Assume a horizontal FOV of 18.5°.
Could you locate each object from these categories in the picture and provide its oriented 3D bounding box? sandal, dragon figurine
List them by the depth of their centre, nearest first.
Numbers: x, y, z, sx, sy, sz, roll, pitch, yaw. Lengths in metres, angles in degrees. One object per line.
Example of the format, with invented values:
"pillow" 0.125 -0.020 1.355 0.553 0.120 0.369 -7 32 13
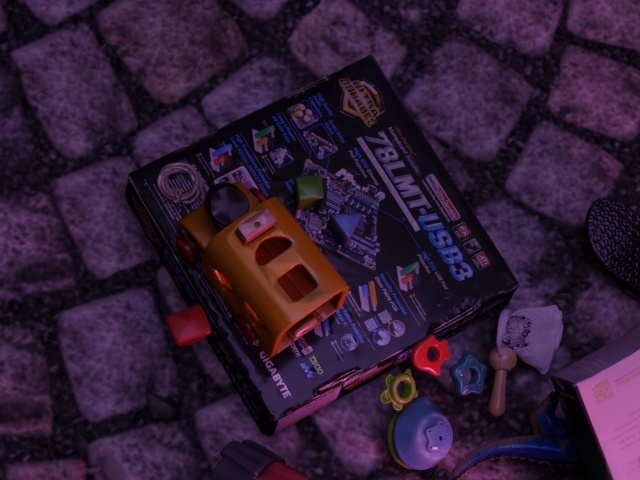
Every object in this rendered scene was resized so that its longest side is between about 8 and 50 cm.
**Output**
"dragon figurine" 0.277 0.208 1.944 0.289 0.085 0.144 -26 76 -18
"sandal" 0.334 0.032 2.046 0.067 0.040 0.179 -44 97 -14

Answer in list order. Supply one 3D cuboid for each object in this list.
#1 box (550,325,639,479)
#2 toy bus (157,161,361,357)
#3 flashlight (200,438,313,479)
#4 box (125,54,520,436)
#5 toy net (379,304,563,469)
"box" 0.378 0.221 1.897 0.232 0.058 0.322 -26 104 -17
"toy bus" -0.063 0.007 1.877 0.202 0.104 0.191 8 69 -5
"flashlight" 0.026 0.296 1.824 0.304 0.103 0.103 30 95 21
"box" 0.000 0.000 1.981 0.293 0.073 0.295 -28 76 -18
"toy net" 0.148 0.124 1.960 0.232 0.045 0.122 -39 110 -28
